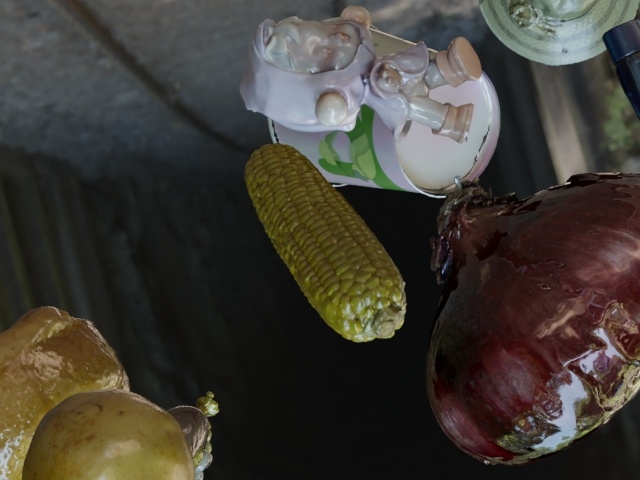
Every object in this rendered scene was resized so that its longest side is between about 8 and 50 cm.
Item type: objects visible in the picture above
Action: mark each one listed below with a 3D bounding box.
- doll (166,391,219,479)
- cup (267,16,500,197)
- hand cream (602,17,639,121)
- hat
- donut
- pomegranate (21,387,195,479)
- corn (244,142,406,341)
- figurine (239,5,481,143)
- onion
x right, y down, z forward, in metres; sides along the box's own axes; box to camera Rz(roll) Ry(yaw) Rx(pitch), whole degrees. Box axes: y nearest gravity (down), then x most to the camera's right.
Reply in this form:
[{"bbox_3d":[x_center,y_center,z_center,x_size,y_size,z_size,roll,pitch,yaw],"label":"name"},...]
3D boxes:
[{"bbox_3d":[-0.174,0.259,1.940,0.188,0.096,0.145,-52,174,-41],"label":"doll"},{"bbox_3d":[0.098,-0.176,2.138,0.253,0.253,0.274,-16,-158,-33],"label":"cup"},{"bbox_3d":[0.457,-0.161,1.969,0.120,0.270,0.061,-15,164,-35],"label":"hand cream"},{"bbox_3d":[0.353,-0.378,2.210,0.252,0.252,0.110,-16,-174,7],"label":"hat"},{"bbox_3d":[-0.392,0.237,1.984,0.317,0.150,0.299,-53,164,12],"label":"donut"},{"bbox_3d":[-0.201,0.237,1.498,0.196,0.196,0.196,-16,180,0],"label":"pomegranate"},{"bbox_3d":[0.000,0.000,1.969,0.120,0.120,0.363,-16,-137,-22],"label":"corn"},{"bbox_3d":[0.042,-0.181,1.732,0.276,0.133,0.200,9,-133,7],"label":"figurine"},{"bbox_3d":[0.217,0.056,1.539,0.347,0.285,0.347,-47,179,-1],"label":"onion"}]
